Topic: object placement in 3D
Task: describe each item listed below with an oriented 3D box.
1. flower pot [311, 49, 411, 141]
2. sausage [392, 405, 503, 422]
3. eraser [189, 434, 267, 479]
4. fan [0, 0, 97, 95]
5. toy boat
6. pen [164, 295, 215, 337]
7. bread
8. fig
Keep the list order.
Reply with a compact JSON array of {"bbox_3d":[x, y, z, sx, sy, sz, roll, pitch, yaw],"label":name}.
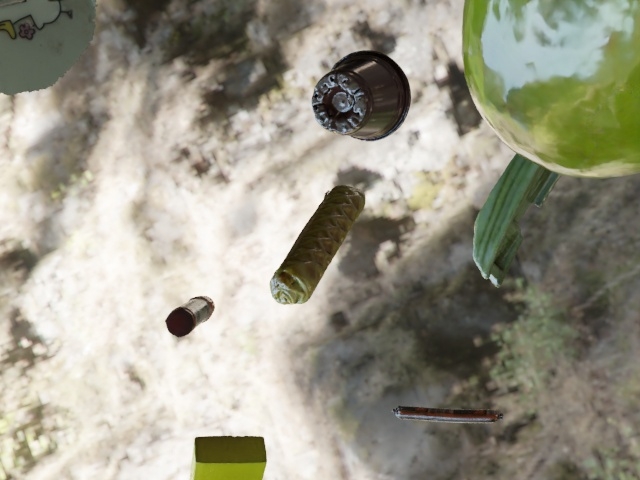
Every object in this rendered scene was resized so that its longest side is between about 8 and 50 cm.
[{"bbox_3d":[0.038,-0.161,1.311,0.089,0.111,0.111,-31,-82,-61],"label":"flower pot"},{"bbox_3d":[0.225,0.309,2.028,0.028,0.198,0.025,-77,-17,-47],"label":"sausage"},{"bbox_3d":[-0.129,0.320,1.557,0.045,0.097,0.122,-102,17,-44],"label":"eraser"},{"bbox_3d":[-0.327,-0.323,1.486,0.414,0.012,0.233,-17,-80,-28],"label":"fan"},{"bbox_3d":[0.255,-0.086,1.283,0.055,0.293,0.093,34,-179,25],"label":"toy boat"},{"bbox_3d":[-0.121,0.069,1.083,0.239,0.028,0.028,176,71,-89],"label":"pen"},{"bbox_3d":[0.000,0.001,1.949,0.367,0.084,0.077,-56,-43,-57],"label":"bread"},{"bbox_3d":[0.234,-0.201,0.902,0.326,0.258,0.258,75,-174,-52],"label":"fig"}]
